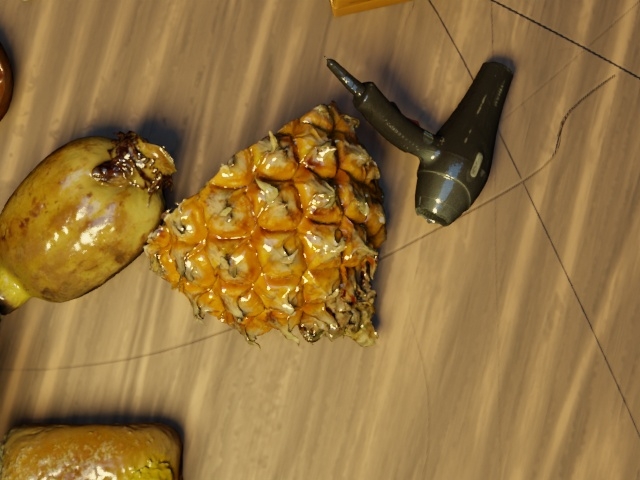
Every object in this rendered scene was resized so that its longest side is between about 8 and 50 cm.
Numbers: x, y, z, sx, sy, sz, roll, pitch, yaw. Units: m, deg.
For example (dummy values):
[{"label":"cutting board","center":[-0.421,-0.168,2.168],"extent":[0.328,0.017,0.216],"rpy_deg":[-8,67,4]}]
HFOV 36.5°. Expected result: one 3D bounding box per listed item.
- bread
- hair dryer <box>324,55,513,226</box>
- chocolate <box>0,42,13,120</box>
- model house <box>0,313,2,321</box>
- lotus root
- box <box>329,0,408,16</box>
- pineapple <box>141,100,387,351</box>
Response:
[{"label":"bread","center":[-0.294,0.319,1.179],"extent":[0.246,0.176,0.196],"rpy_deg":[0,84,-2]},{"label":"hair dryer","center":[0.123,-0.172,1.228],"extent":[0.271,0.091,0.236],"rpy_deg":[31,76,-28]},{"label":"chocolate","center":[-0.456,-0.206,1.240],"extent":[0.124,0.127,0.133],"rpy_deg":[7,121,31]},{"label":"model house","center":[-0.514,0.256,1.079],"extent":[0.317,0.282,0.297],"rpy_deg":[-3,120,-8]},{"label":"lotus root","center":[-0.307,-0.023,1.221],"extent":[0.314,0.141,0.169],"rpy_deg":[-40,85,6]},{"label":"box","center":[0.095,-0.362,1.186],"extent":[0.174,0.274,0.076],"rpy_deg":[-11,87,-2]},{"label":"pineapple","center":[0.002,0.003,1.162],"extent":[0.344,0.209,0.286],"rpy_deg":[-40,90,-19]}]
